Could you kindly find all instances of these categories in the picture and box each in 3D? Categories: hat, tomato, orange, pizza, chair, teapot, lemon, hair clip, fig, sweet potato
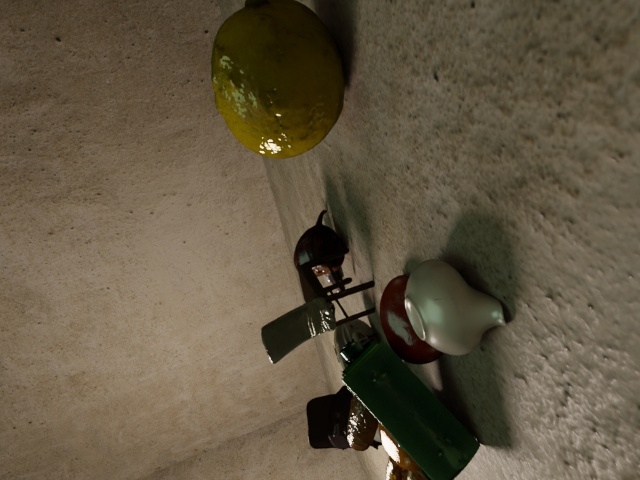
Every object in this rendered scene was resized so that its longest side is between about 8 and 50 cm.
[{"bbox_3d":[0.116,0.687,1.634,0.209,0.336,0.238,-15,74,43],"label":"hat"},{"bbox_3d":[0.163,0.165,0.847,0.166,0.082,0.174,93,154,-66],"label":"tomato"},{"bbox_3d":[0.211,0.456,1.009,0.156,0.124,0.156,36,138,42],"label":"orange"},{"bbox_3d":[0.274,0.737,1.176,0.182,0.074,0.365,0,114,51],"label":"pizza"},{"bbox_3d":[-0.026,0.171,1.159,0.186,0.319,0.160,-125,19,-44],"label":"chair"},{"bbox_3d":[0.177,0.098,0.644,0.226,0.092,0.145,-137,30,-76],"label":"teapot"},{"bbox_3d":[-0.077,-0.296,0.812,0.260,0.260,0.284,-133,37,-67],"label":"lemon"},{"bbox_3d":[0.028,0.083,1.477,0.146,0.075,0.257,55,166,44],"label":"hair clip"},{"bbox_3d":[0.000,0.017,1.288,0.149,0.148,0.202,17,105,44],"label":"fig"},{"bbox_3d":[0.124,0.429,1.106,0.092,0.114,0.341,28,115,24],"label":"sweet potato"}]

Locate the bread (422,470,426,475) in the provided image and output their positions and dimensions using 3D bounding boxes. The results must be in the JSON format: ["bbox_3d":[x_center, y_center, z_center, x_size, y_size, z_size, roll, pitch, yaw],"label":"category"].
[{"bbox_3d":[0.275,0.710,1.282,0.114,0.077,0.189,-137,32,-61],"label":"bread"}]

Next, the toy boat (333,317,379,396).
[{"bbox_3d":[0.128,0.351,1.243,0.141,0.140,0.269,112,140,-75],"label":"toy boat"}]

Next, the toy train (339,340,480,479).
[{"bbox_3d":[0.160,0.324,0.856,0.301,0.120,0.202,47,171,5],"label":"toy train"}]

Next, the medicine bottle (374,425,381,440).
[{"bbox_3d":[0.209,0.557,1.281,0.426,0.108,0.108,92,157,-68],"label":"medicine bottle"}]
